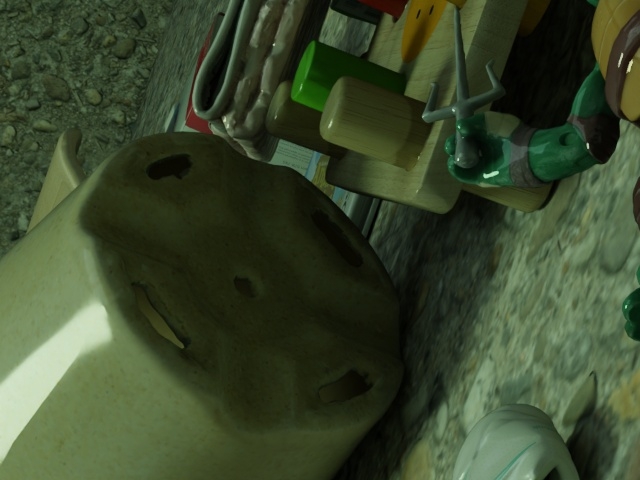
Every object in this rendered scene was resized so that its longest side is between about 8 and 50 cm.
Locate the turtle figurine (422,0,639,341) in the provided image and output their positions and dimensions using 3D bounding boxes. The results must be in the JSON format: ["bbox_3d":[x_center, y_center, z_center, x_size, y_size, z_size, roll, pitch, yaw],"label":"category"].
[{"bbox_3d":[0.124,-0.076,0.684,0.234,0.118,0.175,-111,24,-49],"label":"turtle figurine"}]

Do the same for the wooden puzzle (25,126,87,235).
[{"bbox_3d":[-0.176,0.112,1.588,0.348,0.080,0.322,64,152,18],"label":"wooden puzzle"}]

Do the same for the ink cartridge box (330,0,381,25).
[{"bbox_3d":[0.074,-0.280,1.380,0.109,0.062,0.209,138,150,-69],"label":"ink cartridge box"}]

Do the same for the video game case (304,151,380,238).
[{"bbox_3d":[0.000,0.000,1.363,0.212,0.023,0.193,-165,94,-79],"label":"video game case"}]

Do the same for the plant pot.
[{"bbox_3d":[-0.118,0.105,1.113,0.305,0.334,0.334,-48,23,36],"label":"plant pot"}]

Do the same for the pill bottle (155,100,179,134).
[{"bbox_3d":[-0.157,-0.046,1.938,0.117,0.117,0.208,-91,23,-59],"label":"pill bottle"}]

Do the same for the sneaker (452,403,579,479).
[{"bbox_3d":[0.065,0.146,0.750,0.061,0.053,0.152,-135,65,-74],"label":"sneaker"}]

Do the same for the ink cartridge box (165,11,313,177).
[{"bbox_3d":[-0.070,-0.082,1.560,0.127,0.128,0.176,-84,18,-50],"label":"ink cartridge box"}]

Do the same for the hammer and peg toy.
[{"bbox_3d":[0.065,-0.154,1.048,0.361,0.127,0.266,-153,83,-78],"label":"hammer and peg toy"}]

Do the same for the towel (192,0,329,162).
[{"bbox_3d":[-0.008,-0.218,1.241,0.317,0.053,0.332,-19,-50,-89],"label":"towel"}]
